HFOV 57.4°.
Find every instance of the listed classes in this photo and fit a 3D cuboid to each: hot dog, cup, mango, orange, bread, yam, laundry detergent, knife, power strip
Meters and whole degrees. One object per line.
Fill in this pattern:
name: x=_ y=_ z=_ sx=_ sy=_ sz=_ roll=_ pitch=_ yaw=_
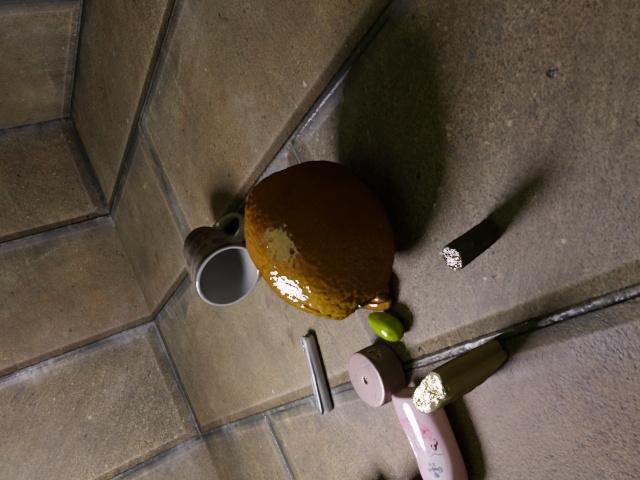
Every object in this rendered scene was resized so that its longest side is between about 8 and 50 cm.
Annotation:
hot dog: x=0.084 y=0.125 z=1.480 sx=0.249 sy=0.068 sz=0.100 roll=6 pitch=111 yaw=55
cup: x=-0.343 y=0.028 z=1.972 sx=0.257 sy=0.227 sz=0.301 roll=41 pitch=109 yaw=45
mango: x=0.157 y=0.207 z=1.420 sx=0.108 sy=0.056 sz=0.073 roll=29 pitch=157 yaw=45
orange: x=0.000 y=0.000 z=1.305 sx=0.357 sy=0.322 sz=0.322 roll=61 pitch=147 yaw=5
bread: x=0.277 y=0.273 z=1.165 sx=0.060 sy=0.178 sz=0.139 roll=53 pitch=146 yaw=27
yam: x=0.275 y=0.008 z=1.073 sx=0.054 sy=0.132 sz=0.054 roll=30 pitch=135 yaw=35
laundry detergent: x=0.275 y=0.513 z=1.382 sx=0.159 sy=0.088 sz=0.335 roll=-22 pitch=88 yaw=63
knife: x=-0.017 y=0.416 z=1.817 sx=0.073 sy=0.040 sz=0.266 roll=13 pitch=118 yaw=66
power strip: x=0.143 y=0.342 z=1.497 sx=0.154 sy=0.078 sz=0.154 roll=32 pitch=130 yaw=48

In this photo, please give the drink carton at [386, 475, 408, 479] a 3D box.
drink carton: x=0.202 y=0.771 z=1.472 sx=0.106 sy=0.130 sz=0.315 roll=77 pitch=180 yaw=-54
